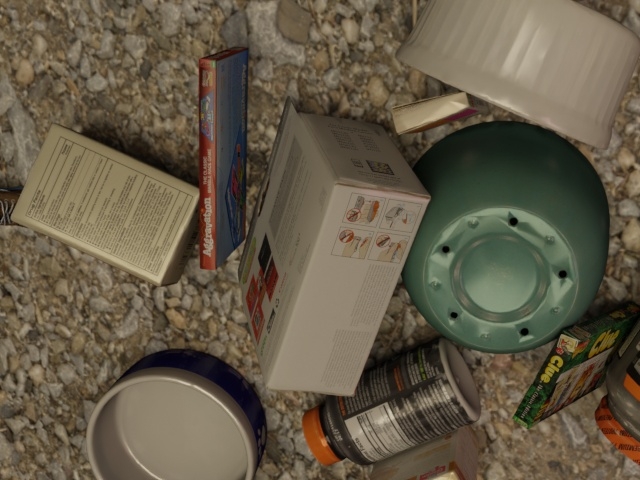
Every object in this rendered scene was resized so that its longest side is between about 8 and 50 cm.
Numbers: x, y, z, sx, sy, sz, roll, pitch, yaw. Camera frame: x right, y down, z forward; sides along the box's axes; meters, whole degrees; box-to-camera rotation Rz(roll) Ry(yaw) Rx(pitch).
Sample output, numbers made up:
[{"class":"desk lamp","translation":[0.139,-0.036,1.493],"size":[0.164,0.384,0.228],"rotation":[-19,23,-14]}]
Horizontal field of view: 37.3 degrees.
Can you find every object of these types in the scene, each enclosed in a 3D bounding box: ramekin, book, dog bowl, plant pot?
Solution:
[{"class":"ramekin","translation":[0.240,-0.223,1.125],"size":[0.277,0.277,0.135],"rotation":[24,102,3]},{"class":"book","translation":[0.157,-0.164,1.217],"size":[0.096,0.144,0.035],"rotation":[-14,90,19]},{"class":"dog bowl","translation":[-0.220,0.307,1.469],"size":[0.265,0.104,0.264],"rotation":[3,109,10]},{"class":"plant pot","translation":[0.230,0.012,1.217],"size":[0.293,0.235,0.293],"rotation":[4,109,10]}]

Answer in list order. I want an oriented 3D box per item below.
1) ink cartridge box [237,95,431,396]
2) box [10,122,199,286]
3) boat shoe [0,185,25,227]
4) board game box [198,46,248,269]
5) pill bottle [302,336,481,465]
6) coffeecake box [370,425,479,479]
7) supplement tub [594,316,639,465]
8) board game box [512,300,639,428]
[{"class":"ink cartridge box","translation":[0.000,0.000,1.266],"size":[0.130,0.272,0.309],"rotation":[8,120,-20]},{"class":"box","translation":[-0.287,-0.048,1.338],"size":[0.232,0.127,0.148],"rotation":[25,91,3]},{"class":"boat shoe","translation":[-0.477,-0.047,1.426],"size":[0.183,0.066,0.066],"rotation":[8,109,8]},{"class":"board game box","translation":[-0.132,-0.115,1.295],"size":[0.027,0.145,0.281],"rotation":[6,108,12]},{"class":"pill bottle","translation":[0.097,0.244,1.373],"size":[0.246,0.130,0.130],"rotation":[-26,101,18]},{"class":"coffeecake box","translation":[0.149,0.334,1.362],"size":[0.142,0.185,0.068],"rotation":[-27,100,18]},{"class":"supplement tub","translation":[0.504,0.145,1.227],"size":[0.194,0.193,0.316],"rotation":[27,111,2]},{"class":"board game box","translation":[0.343,0.157,1.237],"size":[0.030,0.260,0.136],"rotation":[33,113,29]}]
